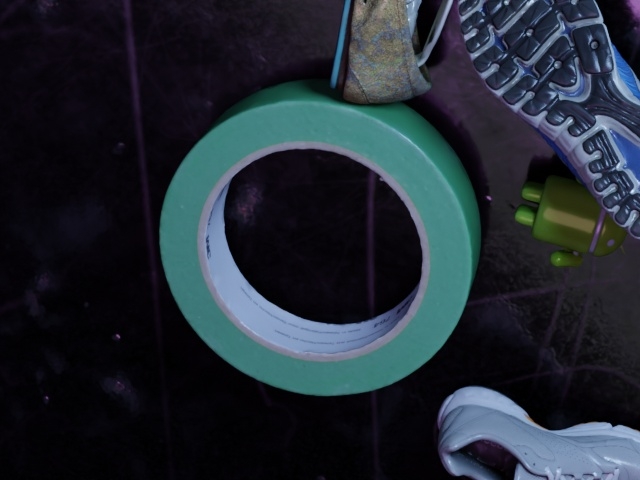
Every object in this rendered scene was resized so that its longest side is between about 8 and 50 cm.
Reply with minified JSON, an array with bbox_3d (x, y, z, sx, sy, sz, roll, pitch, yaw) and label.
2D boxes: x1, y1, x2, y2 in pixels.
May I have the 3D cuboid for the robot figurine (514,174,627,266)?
[{"bbox_3d":[0.250,-0.024,1.810,0.115,0.067,0.101,17,103,5],"label":"robot figurine"}]

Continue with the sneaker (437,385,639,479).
[{"bbox_3d":[0.239,0.240,1.895,0.262,0.121,0.099,14,116,7],"label":"sneaker"}]

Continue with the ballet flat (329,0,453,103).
[{"bbox_3d":[0.078,-0.289,1.715,0.123,0.123,0.348,9,117,9],"label":"ballet flat"}]

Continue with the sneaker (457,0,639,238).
[{"bbox_3d":[0.242,-0.128,1.733,0.130,0.147,0.330,-35,80,4],"label":"sneaker"}]

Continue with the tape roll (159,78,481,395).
[{"bbox_3d":[0.000,0.000,1.875,0.321,0.077,0.321,5,113,11],"label":"tape roll"}]
